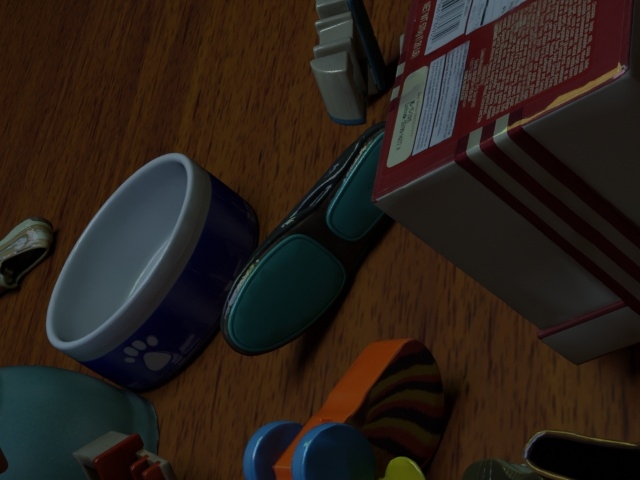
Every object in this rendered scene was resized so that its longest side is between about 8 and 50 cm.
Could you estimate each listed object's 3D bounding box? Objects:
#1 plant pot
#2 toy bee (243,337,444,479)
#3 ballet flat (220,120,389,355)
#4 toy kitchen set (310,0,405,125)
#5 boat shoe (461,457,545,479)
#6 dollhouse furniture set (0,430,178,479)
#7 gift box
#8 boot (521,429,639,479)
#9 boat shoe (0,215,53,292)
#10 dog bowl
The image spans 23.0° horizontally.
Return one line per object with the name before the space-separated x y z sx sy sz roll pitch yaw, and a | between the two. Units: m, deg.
plant pot | -0.344 0.253 1.714 0.293 0.196 0.293 -40 30 29
toy bee | -0.001 0.220 1.267 0.298 0.162 0.195 -33 16 -10
ballet flat | 0.000 0.000 1.562 0.280 0.095 0.096 -48 15 -8
toy kitchen set | 0.088 -0.187 1.630 0.166 0.122 0.207 -13 34 12
boat shoe | 0.152 0.188 1.140 0.153 0.048 0.056 -18 57 60
dollhouse furniture set | -0.267 0.288 1.510 0.259 0.262 0.135 -31 20 -23
gift box | 0.202 -0.080 1.111 0.276 0.258 0.255 -24 40 46
boot | 0.197 0.182 0.792 0.096 0.280 0.264 -59 26 -6
boat shoe | -0.464 0.043 2.309 0.190 0.068 0.072 -41 41 26
dog bowl | -0.195 0.036 1.811 0.265 0.104 0.265 -39 30 27
